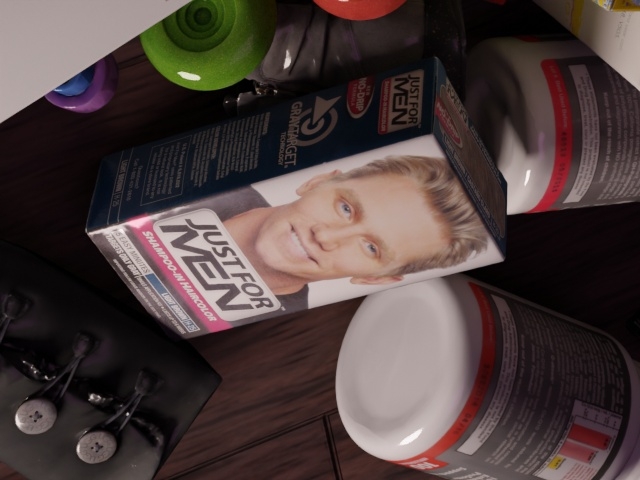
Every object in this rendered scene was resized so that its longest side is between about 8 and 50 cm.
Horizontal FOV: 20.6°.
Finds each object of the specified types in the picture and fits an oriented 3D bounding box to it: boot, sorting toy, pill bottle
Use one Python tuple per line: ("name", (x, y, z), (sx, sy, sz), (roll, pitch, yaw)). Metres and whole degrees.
("boot", (-0.361, 0.150, 1.651), (0.367, 0.146, 0.445), (-42, 135, 14))
("sorting toy", (-0.091, -0.207, 1.491), (0.366, 0.127, 0.126), (-22, 172, 12))
("boot", (0.024, -0.103, 1.686), (0.223, 0.118, 0.338), (-2, 130, 1))
("pill bottle", (0.307, -0.125, 1.770), (0.319, 0.176, 0.176), (-6, 123, -22))
("pill bottle", (0.213, 0.171, 1.895), (0.363, 0.210, 0.210), (21, 109, -34))

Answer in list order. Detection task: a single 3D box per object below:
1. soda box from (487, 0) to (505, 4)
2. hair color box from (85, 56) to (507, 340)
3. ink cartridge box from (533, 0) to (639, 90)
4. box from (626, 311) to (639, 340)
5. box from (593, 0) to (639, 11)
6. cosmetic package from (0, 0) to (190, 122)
("soda box", (0.169, -0.356, 1.605), (0.083, 0.092, 0.263), (11, 115, -31))
("hair color box", (-0.020, -0.031, 1.617), (0.347, 0.105, 0.174), (-15, 133, 22))
("ink cartridge box", (0.333, -0.225, 1.603), (0.207, 0.353, 0.119), (0, 120, -26))
("box", (0.470, 0.107, 2.057), (0.158, 0.093, 0.156), (-44, 129, 4))
("box", (0.276, -0.322, 1.429), (0.279, 0.290, 0.177), (-5, 123, -33))
("cosmetic package", (-0.262, -0.236, 1.407), (0.385, 0.156, 0.217), (-30, 127, 4))
